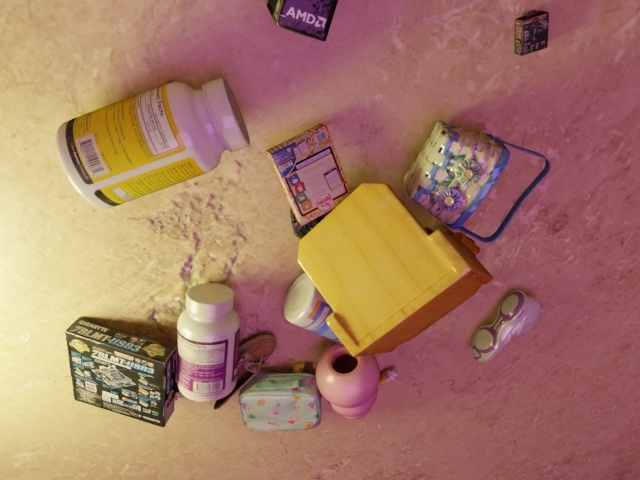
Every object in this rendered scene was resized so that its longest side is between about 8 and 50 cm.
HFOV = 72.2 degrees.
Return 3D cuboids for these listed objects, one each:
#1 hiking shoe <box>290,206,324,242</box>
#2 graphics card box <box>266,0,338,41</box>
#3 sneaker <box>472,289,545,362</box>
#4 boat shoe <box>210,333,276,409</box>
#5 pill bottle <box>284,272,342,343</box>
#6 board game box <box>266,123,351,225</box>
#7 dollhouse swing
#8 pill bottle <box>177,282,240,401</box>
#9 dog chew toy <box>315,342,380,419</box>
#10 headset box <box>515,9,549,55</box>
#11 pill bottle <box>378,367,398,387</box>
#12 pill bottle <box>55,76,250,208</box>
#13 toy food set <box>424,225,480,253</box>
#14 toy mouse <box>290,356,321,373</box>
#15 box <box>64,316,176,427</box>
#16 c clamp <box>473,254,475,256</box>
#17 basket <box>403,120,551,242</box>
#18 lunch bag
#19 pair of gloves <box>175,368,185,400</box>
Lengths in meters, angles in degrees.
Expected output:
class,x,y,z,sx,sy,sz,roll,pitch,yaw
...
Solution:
class,x,y,z,sx,sy,sz,roll,pitch,yaw
hiking shoe,0.000,0.000,1.158,0.114,0.086,0.227,-17,125,4
graphics card box,0.008,-0.536,0.698,0.094,0.233,0.371,11,120,-19
sneaker,0.640,0.312,1.492,0.152,0.114,0.305,18,119,-21
boat shoe,-0.240,0.408,1.369,0.285,0.089,0.104,-45,131,8
pill bottle,0.043,0.210,1.273,0.272,0.152,0.152,29,114,-27
board game box,-0.022,-0.153,1.035,0.146,0.045,0.193,-28,118,-10
dollhouse swing,0.174,0.070,1.119,0.347,0.305,0.315,-43,151,19
pill bottle,-0.311,0.278,1.222,0.169,0.169,0.302,3,110,-14
dog chew toy,0.100,0.483,1.453,0.206,0.207,0.332,-15,133,-2
headset box,0.466,-0.461,0.969,0.062,0.032,0.083,-19,125,1
pill bottle,0.237,0.491,1.575,0.083,0.043,0.043,-35,124,12
pill bottle,-0.323,-0.203,0.886,0.333,0.188,0.188,-19,126,2
toy food set,0.316,0.037,1.230,0.104,0.111,0.232,25,130,-39
toy mouse,-0.033,0.463,1.506,0.161,0.031,0.143,-39,123,15
box,-0.566,0.383,1.257,0.295,0.073,0.293,15,121,3
c clamp,0.390,0.077,1.337,0.160,0.022,0.137,0,119,-10
basket,0.368,-0.137,1.070,0.289,0.201,0.255,18,119,-13
lunch bag,-0.126,0.533,1.467,0.279,0.108,0.224,-1,125,1
pair of gloves,-0.413,0.411,1.384,0.240,0.042,0.204,-21,126,2
